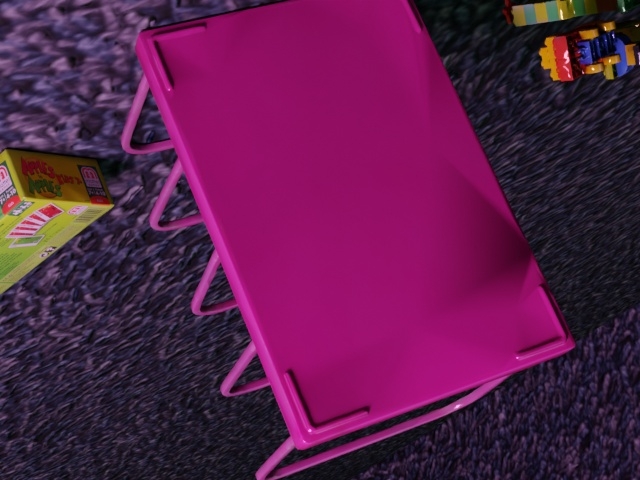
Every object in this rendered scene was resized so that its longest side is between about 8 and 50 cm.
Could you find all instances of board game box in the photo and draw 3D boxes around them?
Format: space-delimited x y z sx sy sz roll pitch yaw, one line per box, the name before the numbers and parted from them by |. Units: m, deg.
board game box | -0.253 -0.001 1.005 0.181 0.043 0.092 -35 159 28

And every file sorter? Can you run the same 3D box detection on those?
file sorter | 0.000 0.000 0.942 0.202 0.290 0.182 -17 164 -23

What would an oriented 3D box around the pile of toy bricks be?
pile of toy bricks | 0.194 -0.181 1.015 0.105 0.118 0.212 -3 -165 36
